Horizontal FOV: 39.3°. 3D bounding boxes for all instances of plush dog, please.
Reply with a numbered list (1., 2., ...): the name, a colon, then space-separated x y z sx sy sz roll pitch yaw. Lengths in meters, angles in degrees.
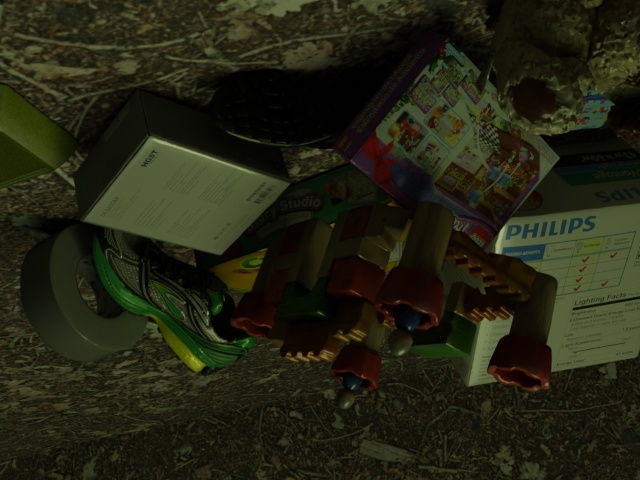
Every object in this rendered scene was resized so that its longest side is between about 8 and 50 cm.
1. plush dog: 0.329 -0.242 1.077 0.226 0.262 0.210 13 -174 -6

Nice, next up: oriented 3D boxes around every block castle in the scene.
1. block castle: 0.093 0.121 1.326 0.303 0.212 0.453 31 156 -28

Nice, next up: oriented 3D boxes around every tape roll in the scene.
1. tape roll: -0.380 0.085 1.458 0.072 0.219 0.219 -24 157 27

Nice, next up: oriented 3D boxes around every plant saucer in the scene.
1. plant saucer: -0.437 -0.114 1.159 0.188 0.045 0.188 -17 159 10

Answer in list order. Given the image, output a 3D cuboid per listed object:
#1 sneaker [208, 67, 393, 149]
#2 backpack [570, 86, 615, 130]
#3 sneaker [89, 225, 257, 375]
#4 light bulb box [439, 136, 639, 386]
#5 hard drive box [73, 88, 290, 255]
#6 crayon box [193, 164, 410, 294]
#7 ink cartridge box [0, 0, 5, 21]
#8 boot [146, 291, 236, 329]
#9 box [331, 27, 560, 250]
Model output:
1. sneaker: -0.019 -0.158 1.228 0.284 0.107 0.124 -5 163 -21
2. backpack: 0.362 -0.241 1.226 0.158 0.116 0.173 -6 155 -21
3. sneaker: -0.235 0.070 1.481 0.146 0.134 0.343 -29 117 31
4. light bulb box: 0.401 0.034 1.593 0.358 0.225 0.360 -7 125 -16
5. hard drive box: -0.190 -0.085 1.234 0.232 0.089 0.181 16 132 -40
6. crayon box: 0.000 0.000 1.628 0.363 0.106 0.313 -20 158 17
7. ink cartridge box: -0.407 -0.207 0.883 0.153 0.086 0.208 -1 155 -29
8. boot: -0.323 0.171 1.902 0.244 0.088 0.176 2 156 -43
9. box: 0.179 -0.120 1.229 0.293 0.057 0.201 37 94 -37
